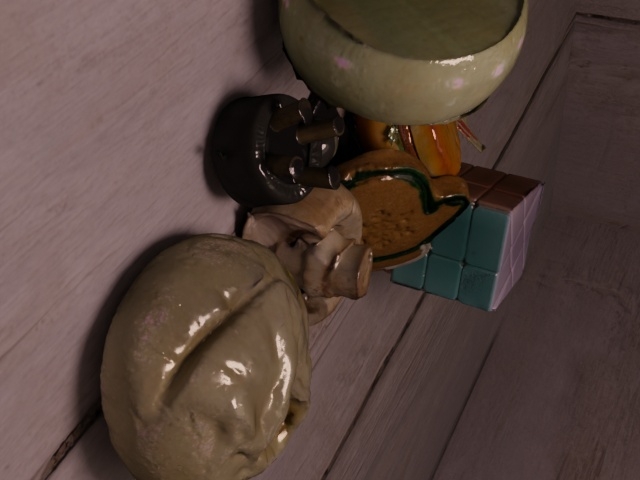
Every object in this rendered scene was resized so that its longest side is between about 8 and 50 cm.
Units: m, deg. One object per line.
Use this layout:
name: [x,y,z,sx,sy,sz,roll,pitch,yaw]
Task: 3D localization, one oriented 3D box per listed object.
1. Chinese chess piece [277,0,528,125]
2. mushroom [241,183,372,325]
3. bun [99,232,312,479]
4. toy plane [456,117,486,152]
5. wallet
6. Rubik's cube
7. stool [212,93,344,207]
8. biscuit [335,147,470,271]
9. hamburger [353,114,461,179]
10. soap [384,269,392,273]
Chinese chess piece: [0.113,-0.319,1.219,0.349,0.349,0.146,-59,169,-34]
mushroom: [0.000,0.000,1.361,0.253,0.195,0.189,82,29,-47]
bun: [-0.125,0.172,1.147,0.365,0.219,0.365,13,90,-70]
toy plane: [0.239,-0.268,1.810,0.104,0.242,0.256,-52,-152,39]
wallet: [0.016,-0.145,1.521,0.146,0.030,0.285,-66,155,-13]
Rubik's cube: [0.297,-0.017,1.751,0.221,0.225,0.231,-33,134,-56]
stool: [-0.043,-0.138,1.198,0.228,0.139,0.153,-47,125,-43]
biscuit: [0.128,-0.042,1.551,0.343,0.287,0.057,80,-3,-58]
hamburger: [0.153,-0.202,1.590,0.246,0.170,0.246,-11,90,-70]
soap: [0.177,-0.063,1.859,0.218,0.098,0.273,-58,153,-30]
